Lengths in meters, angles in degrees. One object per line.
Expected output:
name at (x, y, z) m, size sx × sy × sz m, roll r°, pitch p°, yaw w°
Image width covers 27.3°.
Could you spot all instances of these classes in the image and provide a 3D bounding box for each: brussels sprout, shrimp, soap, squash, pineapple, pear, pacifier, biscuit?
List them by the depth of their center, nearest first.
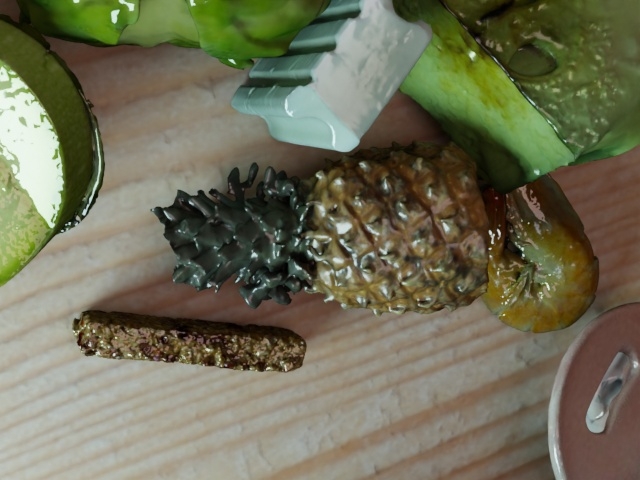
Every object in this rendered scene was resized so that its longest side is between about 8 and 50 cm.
squash at (-0.277, -0.067, 0.972) m, size 0.220 × 0.133 × 0.220 m, roll 5°, pitch 114°, yaw 11°
brussels sprout at (-0.117, -0.243, 0.986) m, size 0.259 × 0.294 × 0.227 m, roll 1°, pitch 69°, yaw 3°
soap at (0.004, -0.138, 1.062) m, size 0.066 × 0.198 × 0.119 m, roll 35°, pitch 86°, yaw -17°
pineapple at (0.000, 0.000, 1.113) m, size 0.279 × 0.158 × 0.158 m, roll -6°, pitch 99°, yaw -4°
biscuit at (-0.111, 0.086, 1.126) m, size 0.199 × 0.064 × 0.034 m, roll 6°, pitch 96°, yaw -19°
pear at (0.195, -0.213, 1.128) m, size 0.282 × 0.176 × 0.286 m, roll -42°, pitch 91°, yaw -16°
pacifier at (0.350, 0.202, 1.214) m, size 0.220 × 0.273 × 0.332 m, roll -44°, pitch 108°, yaw 9°
shrimp at (0.183, -0.006, 1.217) m, size 0.115 × 0.051 × 0.217 m, roll -33°, pitch 108°, yaw -9°
